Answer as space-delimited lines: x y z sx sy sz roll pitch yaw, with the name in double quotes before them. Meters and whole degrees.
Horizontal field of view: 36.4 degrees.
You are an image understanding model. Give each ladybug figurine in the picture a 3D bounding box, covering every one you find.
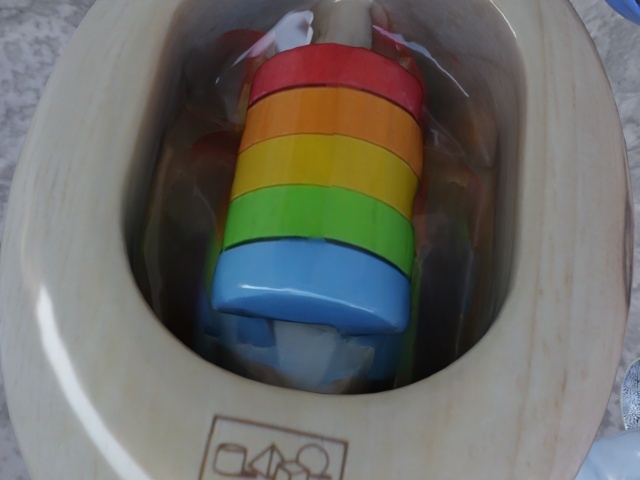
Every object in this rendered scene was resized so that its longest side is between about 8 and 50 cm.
"ladybug figurine" 0.000 0.000 0.516 0.305 0.162 0.449 12 61 2

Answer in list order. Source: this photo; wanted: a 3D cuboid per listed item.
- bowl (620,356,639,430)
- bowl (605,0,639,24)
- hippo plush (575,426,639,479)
"bowl" 0.523 0.250 1.430 0.080 0.170 0.170 -6 92 -17
"bowl" 0.470 -0.397 1.057 0.391 0.077 0.391 -9 128 -11
"hippo plush" 0.285 0.297 1.101 0.236 0.234 0.294 11 131 18
